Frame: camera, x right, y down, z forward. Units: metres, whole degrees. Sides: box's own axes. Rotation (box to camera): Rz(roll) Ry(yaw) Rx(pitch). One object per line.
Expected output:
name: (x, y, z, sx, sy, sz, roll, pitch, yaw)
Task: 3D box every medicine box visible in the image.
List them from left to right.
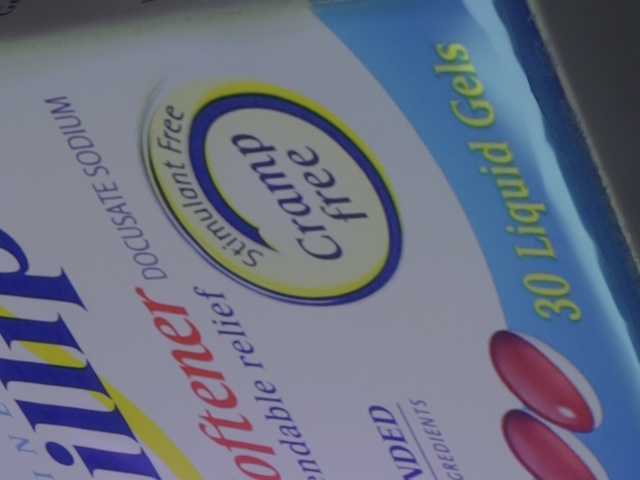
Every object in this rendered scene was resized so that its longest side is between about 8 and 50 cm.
medicine box: (0.000, 0.000, 0.619, 0.289, 0.149, 0.263, -5, 127, 33)
